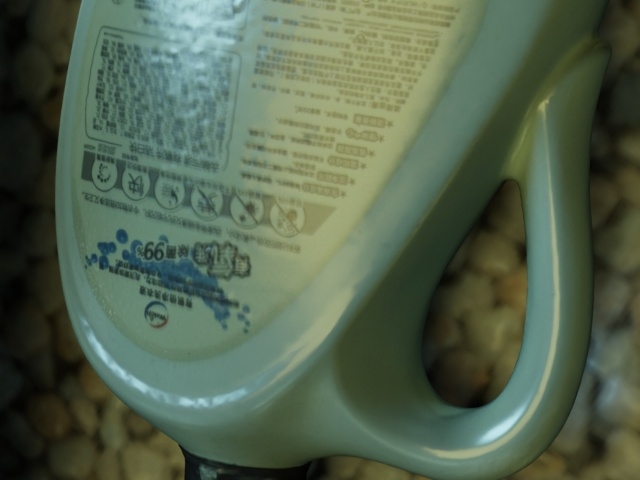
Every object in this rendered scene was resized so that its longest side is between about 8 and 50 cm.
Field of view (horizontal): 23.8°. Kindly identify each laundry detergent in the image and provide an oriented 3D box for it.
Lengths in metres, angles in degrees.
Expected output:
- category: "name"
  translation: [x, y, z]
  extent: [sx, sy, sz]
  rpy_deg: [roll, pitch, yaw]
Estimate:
- category: "laundry detergent"
  translation: [0.000, 0.000, 0.584]
  extent: [0.215, 0.105, 0.280]
  rpy_deg: [9, 98, 19]
